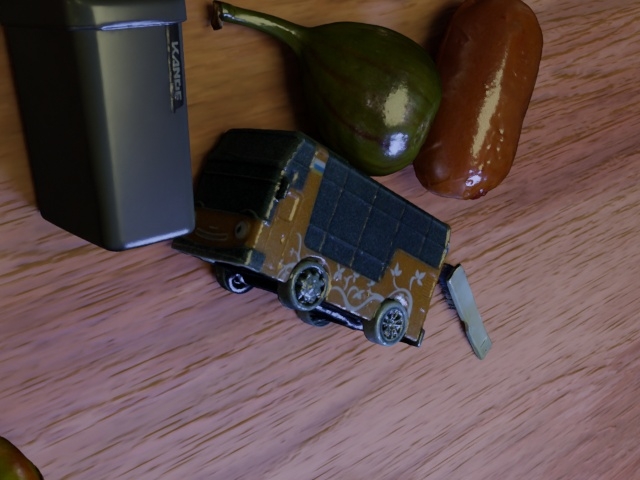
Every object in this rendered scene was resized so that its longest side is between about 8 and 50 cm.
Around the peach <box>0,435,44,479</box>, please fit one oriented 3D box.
[{"bbox_3d":[-0.317,0.245,0.687,0.197,0.197,0.197,-9,104,-38],"label":"peach"}]

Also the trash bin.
[{"bbox_3d":[-0.182,-0.123,0.725,0.101,0.177,0.236,-17,112,-37],"label":"trash bin"}]

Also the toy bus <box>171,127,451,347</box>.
[{"bbox_3d":[0.000,0.000,0.924,0.275,0.139,0.167,26,80,-41],"label":"toy bus"}]

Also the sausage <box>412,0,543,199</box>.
[{"bbox_3d":[0.185,-0.173,1.052,0.133,0.133,0.258,20,87,-40],"label":"sausage"}]

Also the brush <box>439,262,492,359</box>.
[{"bbox_3d":[0.192,0.096,1.175,0.033,0.030,0.178,-54,138,-27],"label":"brush"}]

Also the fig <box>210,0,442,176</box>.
[{"bbox_3d":[0.003,-0.178,0.929,0.259,0.151,0.151,29,78,-8],"label":"fig"}]
